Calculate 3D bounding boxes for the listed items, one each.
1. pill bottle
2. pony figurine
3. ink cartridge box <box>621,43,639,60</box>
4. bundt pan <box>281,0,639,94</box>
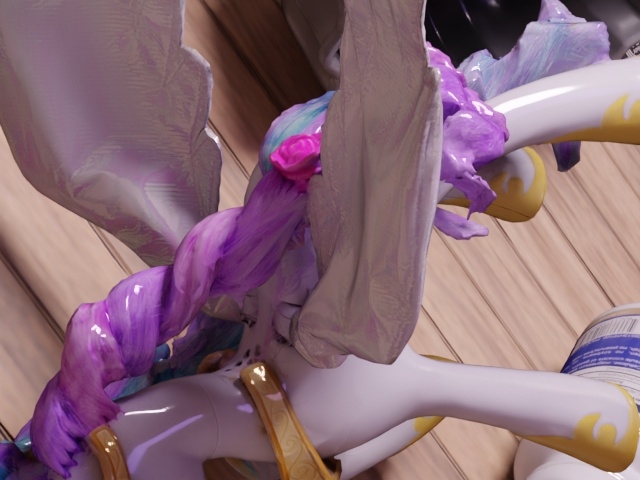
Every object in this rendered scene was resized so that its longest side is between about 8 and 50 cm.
[{"bbox_3d":[0.180,0.129,0.951,0.112,0.112,0.186,52,39,-9],"label":"pill bottle"},{"bbox_3d":[0.000,0.000,0.706,0.363,0.303,0.351,-13,115,-38],"label":"pony figurine"},{"bbox_3d":[0.285,-0.212,1.333,0.165,0.065,0.332,-16,77,-50],"label":"ink cartridge box"},{"bbox_3d":[0.107,-0.205,0.950,0.331,0.331,0.124,-4,48,-49],"label":"bundt pan"}]
